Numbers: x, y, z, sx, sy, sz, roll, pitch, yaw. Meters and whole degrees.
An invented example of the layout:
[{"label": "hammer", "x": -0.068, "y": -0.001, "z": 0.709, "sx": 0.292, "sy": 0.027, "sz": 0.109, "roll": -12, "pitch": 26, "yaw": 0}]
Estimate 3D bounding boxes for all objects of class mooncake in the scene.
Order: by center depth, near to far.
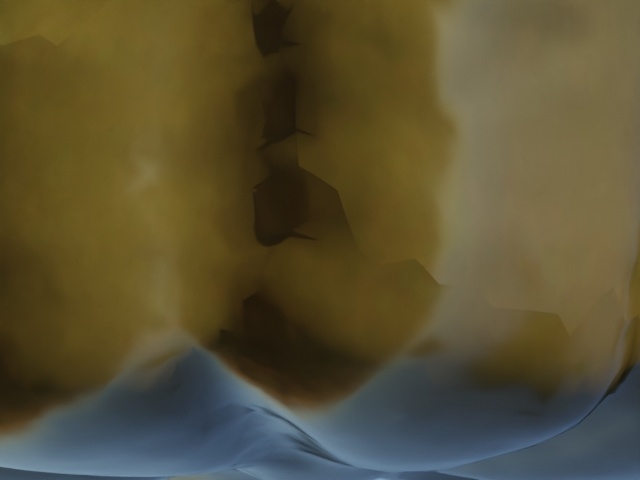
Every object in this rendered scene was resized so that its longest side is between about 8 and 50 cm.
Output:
[{"label": "mooncake", "x": 0.000, "y": 0.000, "z": 0.968, "sx": 0.467, "sy": 0.467, "sz": 0.262, "roll": 152, "pitch": -58, "yaw": -68}]
